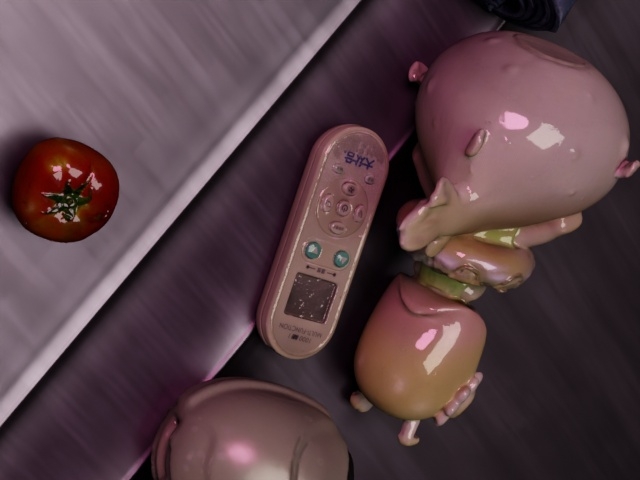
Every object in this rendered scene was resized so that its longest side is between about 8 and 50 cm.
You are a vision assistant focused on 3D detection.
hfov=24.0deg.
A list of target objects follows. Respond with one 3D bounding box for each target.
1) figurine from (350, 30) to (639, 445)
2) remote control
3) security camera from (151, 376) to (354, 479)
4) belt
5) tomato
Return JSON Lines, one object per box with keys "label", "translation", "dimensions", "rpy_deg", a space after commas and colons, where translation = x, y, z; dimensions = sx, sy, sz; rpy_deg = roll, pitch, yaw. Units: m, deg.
{"label": "figurine", "translation": [0.118, 0.005, 1.361], "dimensions": [0.274, 0.227, 0.394], "rpy_deg": [-12, 128, -61]}
{"label": "remote control", "translation": [0.000, 0.000, 1.373], "dimensions": [0.078, 0.042, 0.221], "rpy_deg": [17, 94, -36]}
{"label": "security camera", "translation": [-0.085, 0.253, 1.306], "dimensions": [0.191, 0.197, 0.277], "rpy_deg": [29, 77, -21]}
{"label": "belt", "translation": [0.170, -0.256, 1.347], "dimensions": [0.082, 0.141, 0.190], "rpy_deg": [-55, 156, -6]}
{"label": "tomato", "translation": [-0.207, -0.041, 1.210], "dimensions": [0.087, 0.075, 0.087], "rpy_deg": [-9, 116, -18]}
